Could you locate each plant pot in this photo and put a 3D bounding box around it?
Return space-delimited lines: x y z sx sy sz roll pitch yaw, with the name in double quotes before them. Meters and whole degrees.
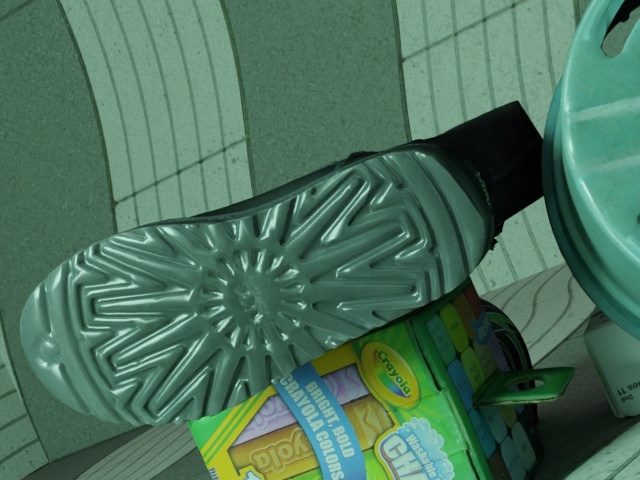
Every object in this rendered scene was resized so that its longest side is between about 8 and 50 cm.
"plant pot" 0.305 -0.072 1.034 0.341 0.341 0.334 -24 -9 12

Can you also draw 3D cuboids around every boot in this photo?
"boot" 0.002 0.000 1.250 0.367 0.146 0.445 -17 7 17

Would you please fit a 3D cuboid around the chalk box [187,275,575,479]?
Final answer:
"chalk box" 0.067 0.148 1.253 0.289 0.179 0.180 -24 1 21

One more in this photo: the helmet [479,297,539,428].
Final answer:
"helmet" 0.125 0.129 1.458 0.169 0.162 0.169 -24 1 0

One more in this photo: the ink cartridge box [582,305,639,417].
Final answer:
"ink cartridge box" 0.333 0.078 1.383 0.153 0.087 0.208 -24 1 16
